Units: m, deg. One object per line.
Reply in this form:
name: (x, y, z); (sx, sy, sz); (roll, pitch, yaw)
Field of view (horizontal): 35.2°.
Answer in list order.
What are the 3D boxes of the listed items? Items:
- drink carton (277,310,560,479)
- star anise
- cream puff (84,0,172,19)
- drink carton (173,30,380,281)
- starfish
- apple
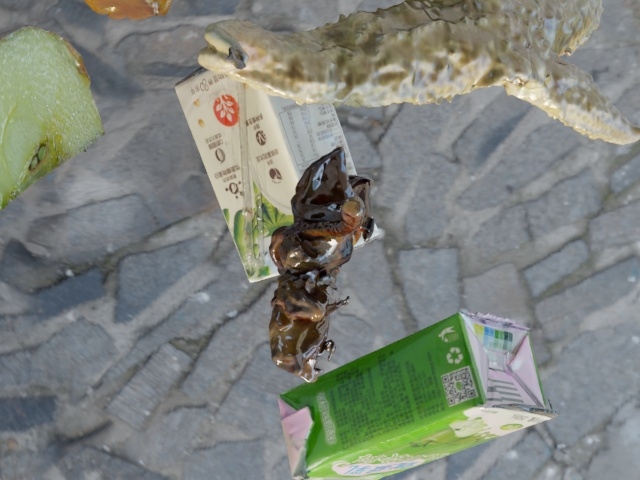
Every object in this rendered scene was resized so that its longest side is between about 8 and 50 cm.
drink carton: (0.102, 0.180, 1.104); (0.161, 0.271, 0.108); (18, 51, -47)
star anise: (0.003, -0.001, 0.739); (0.073, 0.234, 0.177); (17, 44, -7)
cream puff: (-0.198, -0.283, 1.045); (0.116, 0.122, 0.094); (16, 77, -52)
drink carton: (-0.064, -0.121, 1.489); (0.132, 0.194, 0.324); (-23, 95, -42)
starfish: (0.094, -0.215, 0.845); (0.432, 0.082, 0.324); (6, 55, -23)
apple: (-0.414, -0.148, 1.316); (0.179, 0.346, 0.254); (46, 120, -6)
